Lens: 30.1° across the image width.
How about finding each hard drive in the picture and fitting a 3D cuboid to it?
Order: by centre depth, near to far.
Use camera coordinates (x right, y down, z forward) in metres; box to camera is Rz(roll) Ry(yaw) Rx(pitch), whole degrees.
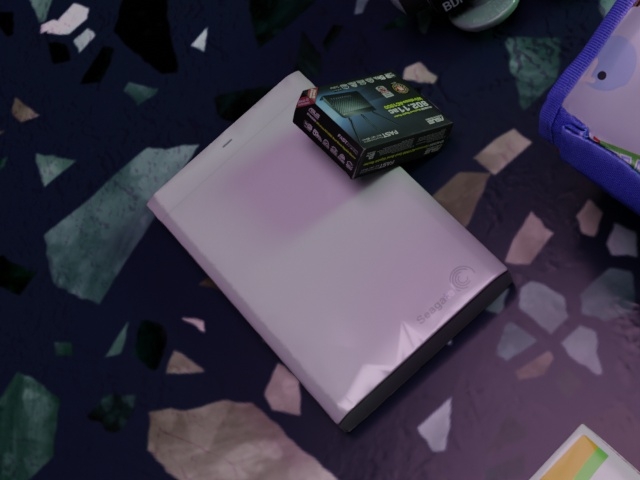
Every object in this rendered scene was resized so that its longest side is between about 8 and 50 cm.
[{"bbox_3d":[0.000,0.000,1.114,0.203,0.040,0.307,-42,61,-3],"label":"hard drive"}]

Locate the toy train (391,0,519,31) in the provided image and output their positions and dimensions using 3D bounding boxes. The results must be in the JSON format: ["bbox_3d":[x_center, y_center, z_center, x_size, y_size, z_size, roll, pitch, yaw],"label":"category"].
[{"bbox_3d":[0.201,-0.342,1.148,0.334,0.142,0.190,-29,48,12],"label":"toy train"}]

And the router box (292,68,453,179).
[{"bbox_3d":[0.049,-0.111,1.110,0.122,0.038,0.092,-20,54,-38],"label":"router box"}]

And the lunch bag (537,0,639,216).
[{"bbox_3d":[0.410,-0.118,0.926,0.385,0.239,0.328,-41,59,-14],"label":"lunch bag"}]

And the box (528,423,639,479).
[{"bbox_3d":[0.174,0.257,0.903,0.203,0.114,0.103,-45,61,-4],"label":"box"}]
